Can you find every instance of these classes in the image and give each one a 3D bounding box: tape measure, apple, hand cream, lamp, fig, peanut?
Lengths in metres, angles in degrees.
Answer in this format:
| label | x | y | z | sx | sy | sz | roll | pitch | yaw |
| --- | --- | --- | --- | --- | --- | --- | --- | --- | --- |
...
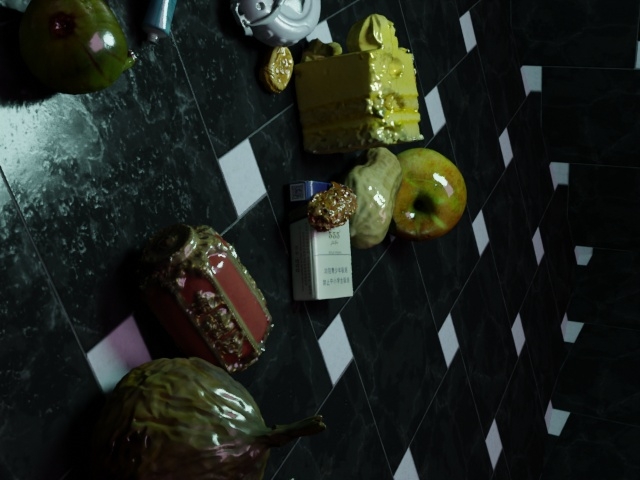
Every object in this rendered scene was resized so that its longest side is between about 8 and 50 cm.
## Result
| label | x | y | z | sx | sy | sz | roll | pitch | yaw |
| --- | --- | --- | --- | --- | --- | --- | --- | --- | --- |
| tape measure | -0.089 | -0.498 | 1.774 | 0.197 | 0.120 | 0.236 | 27 | 65 | -38 |
| apple | 0.256 | -0.121 | 2.272 | 0.226 | 0.246 | 0.246 | -75 | 150 | -66 |
| hand cream | -0.260 | -0.444 | 1.501 | 0.083 | 0.048 | 0.224 | 66 | 38 | -75 |
| lamp | -0.191 | 0.100 | 1.454 | 0.274 | 0.177 | 0.177 | 60 | 37 | -32 |
| fig | -0.354 | -0.277 | 1.313 | 0.259 | 0.151 | 0.151 | 72 | 16 | -83 |
| peanut | 0.113 | -0.117 | 2.052 | 0.291 | 0.143 | 0.159 | -70 | 152 | -42 |
| fig | -0.156 | 0.299 | 1.286 | 0.286 | 0.369 | 0.286 | 26 | 56 | -47 |

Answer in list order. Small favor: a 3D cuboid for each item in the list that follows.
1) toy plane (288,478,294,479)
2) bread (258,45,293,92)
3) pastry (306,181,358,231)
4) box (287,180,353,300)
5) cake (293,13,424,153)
| label | x | y | z | sx | sy | sz | roll | pitch | yaw |
| --- | --- | --- | --- | --- | --- | --- | --- | --- | --- |
| toy plane | -0.088 | 0.553 | 1.644 | 0.262 | 0.088 | 0.192 | 14 | 67 | -49 |
| bread | -0.093 | -0.364 | 1.832 | 0.083 | 0.044 | 0.110 | 52 | 44 | -49 |
| pastry | 0.033 | -0.070 | 1.836 | 0.169 | 0.063 | 0.087 | -42 | 118 | -53 |
| box | 0.000 | 0.000 | 1.901 | 0.168 | 0.071 | 0.259 | 2 | 82 | -59 |
| cake | 0.084 | -0.347 | 1.956 | 0.222 | 0.228 | 0.285 | -14 | 97 | -60 |
